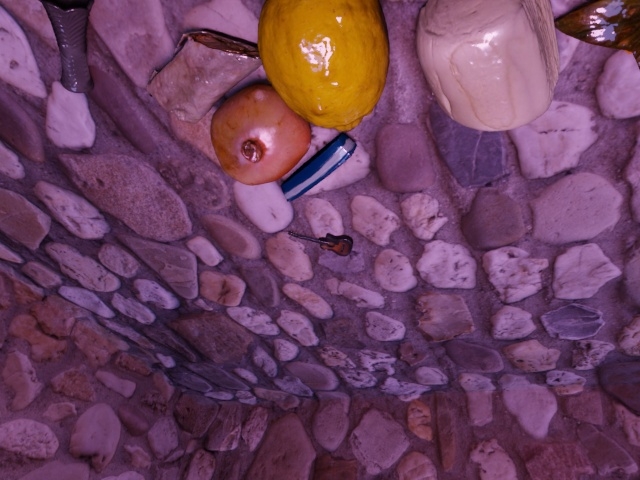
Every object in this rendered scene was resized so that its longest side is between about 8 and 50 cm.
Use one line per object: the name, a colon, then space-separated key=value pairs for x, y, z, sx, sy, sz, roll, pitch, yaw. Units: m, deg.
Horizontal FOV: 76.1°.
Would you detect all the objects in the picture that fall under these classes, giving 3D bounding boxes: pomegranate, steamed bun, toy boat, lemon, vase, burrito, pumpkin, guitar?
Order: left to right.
vase: x=-0.610 y=-0.482 z=1.003 sx=0.115 sy=0.116 sz=0.237 roll=20 pitch=139 yaw=-9
burrito: x=-0.288 y=-0.414 z=1.006 sx=0.347 sy=0.107 sz=0.175 roll=-22 pitch=141 yaw=33
pomegranate: x=-0.151 y=-0.255 z=1.018 sx=0.251 sy=0.271 sz=0.229 roll=-16 pitch=123 yaw=17
toy boat: x=-0.021 y=-0.200 z=1.180 sx=0.061 sy=0.096 sz=0.299 roll=43 pitch=132 yaw=-16
guitar: x=0.000 y=0.000 z=1.433 sx=0.233 sy=0.025 sz=0.088 roll=14 pitch=137 yaw=-1
lemon: x=0.009 y=-0.388 z=0.850 sx=0.285 sy=0.286 sz=0.316 roll=16 pitch=143 yaw=-5
steamed bun: x=0.321 y=-0.370 z=0.842 sx=0.272 sy=0.274 sz=0.290 roll=-11 pitch=131 yaw=44
pumpkin: x=0.657 y=-0.447 z=0.771 sx=0.258 sy=0.095 sz=0.290 roll=32 pitch=130 yaw=-15
